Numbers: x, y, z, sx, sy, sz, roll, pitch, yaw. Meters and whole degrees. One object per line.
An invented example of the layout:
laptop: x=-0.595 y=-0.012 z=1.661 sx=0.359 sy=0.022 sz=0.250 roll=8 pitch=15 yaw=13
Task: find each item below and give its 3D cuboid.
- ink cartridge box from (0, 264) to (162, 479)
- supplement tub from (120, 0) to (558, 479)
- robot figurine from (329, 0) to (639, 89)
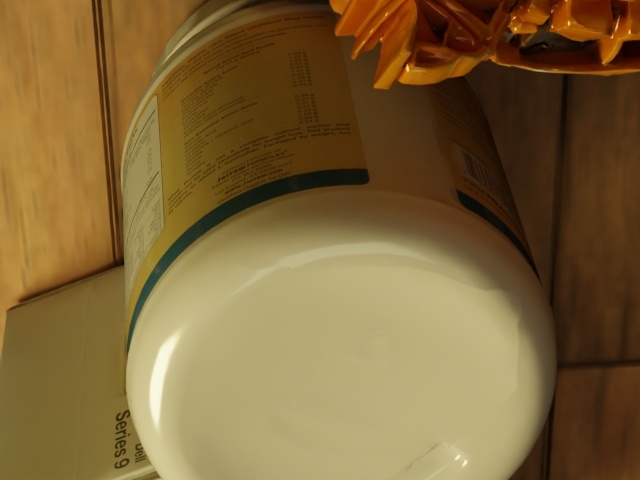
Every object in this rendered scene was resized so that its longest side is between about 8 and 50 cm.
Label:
ink cartridge box: x=-0.053 y=0.133 z=0.827 sx=0.093 sy=0.154 sz=0.212 roll=-19 pitch=122 yaw=7
supplement tub: x=0.000 y=0.000 z=0.723 sx=0.144 sy=0.200 sz=0.144 roll=-3 pitch=123 yaw=-4
robot figurine: x=0.155 y=-0.114 z=0.586 sx=0.291 sy=0.085 sz=0.211 roll=-5 pitch=154 yaw=-20
